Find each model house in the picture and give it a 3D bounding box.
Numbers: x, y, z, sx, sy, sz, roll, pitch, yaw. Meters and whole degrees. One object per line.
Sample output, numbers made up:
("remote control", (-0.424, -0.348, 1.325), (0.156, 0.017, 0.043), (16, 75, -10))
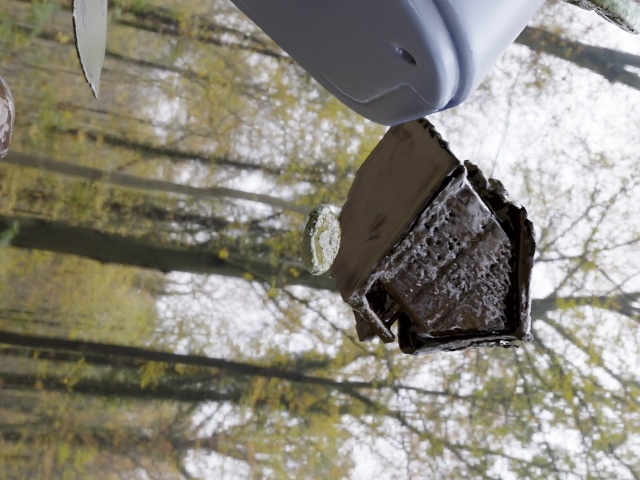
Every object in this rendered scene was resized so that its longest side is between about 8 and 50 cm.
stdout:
("model house", (0.174, 0.022, 1.250), (0.297, 0.282, 0.317), (-45, -154, 10))

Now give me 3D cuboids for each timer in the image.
("timer", (0.020, -0.274, 0.656), (0.173, 0.395, 0.395), (-49, -157, -7))

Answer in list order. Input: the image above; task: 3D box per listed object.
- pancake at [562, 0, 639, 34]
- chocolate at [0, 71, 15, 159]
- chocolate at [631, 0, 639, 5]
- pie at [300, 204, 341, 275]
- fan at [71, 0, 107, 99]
("pancake", (0.271, -0.305, 0.954), (0.037, 0.254, 0.253), (-63, -152, 20))
("chocolate", (-0.284, -0.118, 0.435), (0.157, 0.254, 0.080), (4, -103, 63))
("chocolate", (0.308, -0.271, 0.712), (0.177, 0.177, 0.176), (-171, -90, -67))
("pie", (0.000, 0.000, 0.971), (0.020, 0.084, 0.084), (6, -95, 27))
("fan", (-0.242, -0.314, 0.866), (0.229, 0.011, 0.335), (-107, -160, -68))
